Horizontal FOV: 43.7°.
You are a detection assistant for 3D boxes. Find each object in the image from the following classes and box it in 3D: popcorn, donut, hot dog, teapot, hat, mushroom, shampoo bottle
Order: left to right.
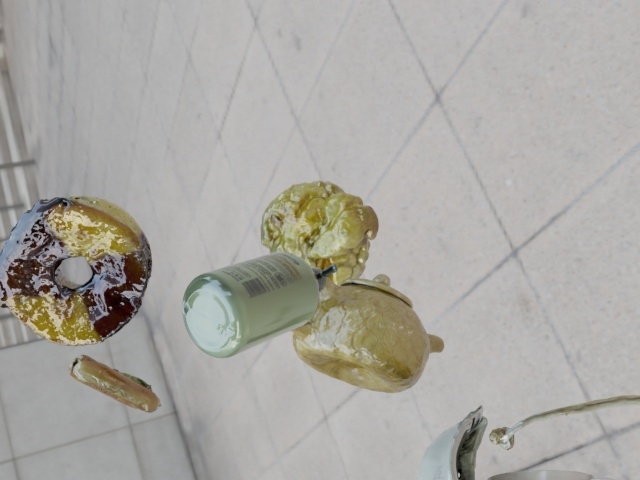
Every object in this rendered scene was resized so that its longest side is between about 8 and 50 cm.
[{"bbox_3d":[-0.214,0.022,0.706,0.059,0.141,0.140,-80,-12,-69],"label":"donut"},{"bbox_3d":[-0.437,0.314,1.733,0.092,0.236,0.062,-3,57,47],"label":"hot dog"},{"bbox_3d":[-0.051,0.054,0.764,0.079,0.162,0.079,9,106,35],"label":"shampoo bottle"},{"bbox_3d":[0.000,0.000,1.733,0.332,0.225,0.264,-2,91,60],"label":"popcorn"},{"bbox_3d":[0.062,0.121,1.209,0.203,0.311,0.167,-16,50,58],"label":"teapot"},{"bbox_3d":[0.178,0.341,1.068,0.164,0.226,0.219,-22,61,26],"label":"hat"},{"bbox_3d":[0.318,0.175,0.850,0.028,0.286,0.025,76,179,-60],"label":"mushroom"}]

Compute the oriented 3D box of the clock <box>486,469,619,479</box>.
[{"bbox_3d":[0.317,0.371,1.139,0.229,0.156,0.063,-18,58,37],"label":"clock"}]
